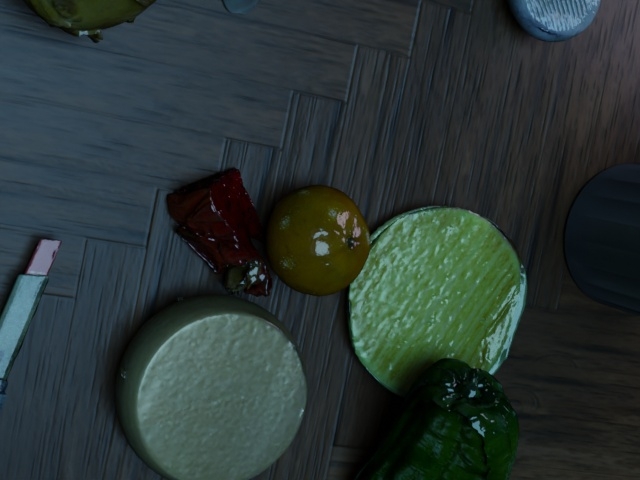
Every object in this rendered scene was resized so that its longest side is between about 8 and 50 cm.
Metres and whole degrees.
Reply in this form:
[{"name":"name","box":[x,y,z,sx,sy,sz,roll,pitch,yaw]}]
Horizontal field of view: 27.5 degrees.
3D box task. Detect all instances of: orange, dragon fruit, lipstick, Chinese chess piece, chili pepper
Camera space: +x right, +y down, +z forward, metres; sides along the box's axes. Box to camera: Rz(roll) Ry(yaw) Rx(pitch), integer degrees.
[{"name":"orange","box":[0.000,0.000,1.801,0.156,0.124,0.156,1,89,-39]},{"name":"dragon fruit","box":[-0.131,0.000,1.800,0.092,0.122,0.192,-21,114,23]},{"name":"lipstick","box":[-0.414,0.138,1.704,0.051,0.051,0.312,23,87,-23]},{"name":"Chinese chess piece","box":[-0.148,0.205,1.793,0.273,0.102,0.273,-4,101,-23]},{"name":"chili pepper","box":[0.173,0.348,1.905,0.167,0.213,0.385,-23,136,-52]}]

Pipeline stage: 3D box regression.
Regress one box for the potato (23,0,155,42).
[{"name":"potato","box":[-0.301,-0.401,1.592,0.299,0.196,0.246,45,79,-20]}]

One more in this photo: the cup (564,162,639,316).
[{"name":"cup","box":[0.570,-0.019,1.929,0.237,0.327,0.323,39,81,-23]}]

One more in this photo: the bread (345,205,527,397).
[{"name":"bread","box":[0.167,0.093,1.934,0.301,0.045,0.301,-3,100,-21]}]

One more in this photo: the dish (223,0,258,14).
[{"name":"dish","box":[-0.121,-0.368,1.750,0.091,0.039,0.137,-34,108,-14]}]

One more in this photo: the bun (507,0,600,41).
[{"name":"bun","box":[0.338,-0.361,1.917,0.141,0.083,0.140,-2,99,-12]}]
